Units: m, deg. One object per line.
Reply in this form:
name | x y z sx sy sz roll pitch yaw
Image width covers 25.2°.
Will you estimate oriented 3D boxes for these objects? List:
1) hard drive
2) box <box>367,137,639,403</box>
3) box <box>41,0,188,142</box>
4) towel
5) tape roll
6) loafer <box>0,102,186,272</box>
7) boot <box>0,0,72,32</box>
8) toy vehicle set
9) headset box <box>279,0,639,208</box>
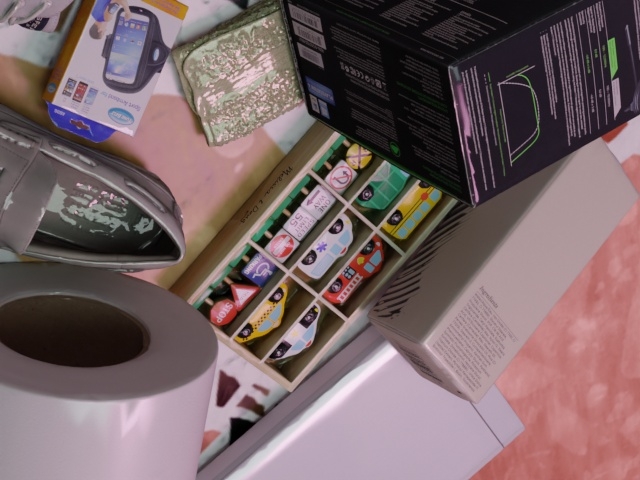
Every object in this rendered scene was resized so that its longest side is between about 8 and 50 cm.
hard drive | 0.029 0.239 1.495 0.353 0.047 0.233 -40 127 -4
box | 0.180 0.014 1.396 0.275 0.094 0.113 -49 125 -13
box | -0.172 -0.148 1.182 0.081 0.028 0.136 21 92 -35
towel | -0.051 -0.153 1.259 0.148 0.027 0.110 -30 126 -11
tape roll | -0.217 0.144 1.190 0.246 0.246 0.169 0 114 -28
loafer | -0.249 -0.046 1.154 0.319 0.111 0.112 14 107 -33
boot | -0.253 -0.187 1.085 0.123 0.095 0.258 38 89 -36
toy vehicle set | 0.000 0.000 1.361 0.267 0.035 0.166 -49 127 2
headset box | 0.154 -0.181 1.202 0.283 0.246 0.131 -29 126 -22
